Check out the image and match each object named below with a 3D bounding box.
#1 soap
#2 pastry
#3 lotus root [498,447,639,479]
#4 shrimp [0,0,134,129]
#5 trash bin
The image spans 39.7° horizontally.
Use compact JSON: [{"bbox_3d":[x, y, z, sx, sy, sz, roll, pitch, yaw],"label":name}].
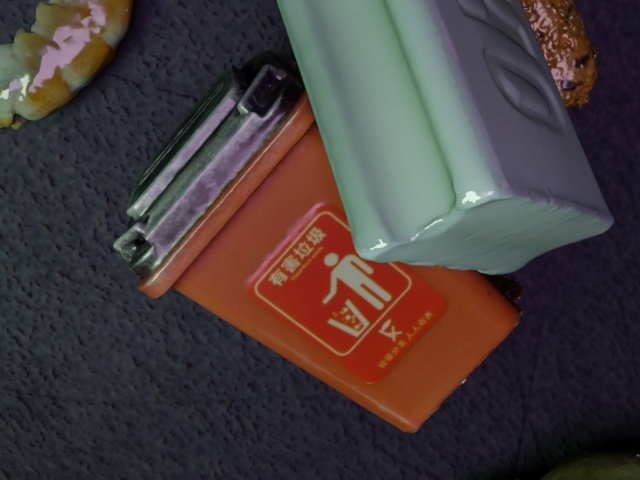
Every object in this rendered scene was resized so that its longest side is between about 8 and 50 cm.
[{"bbox_3d":[0.056,-0.118,0.504,0.088,0.160,0.265,-30,68,33],"label":"soap"},{"bbox_3d":[0.140,-0.146,0.609,0.080,0.056,0.140,-35,102,19],"label":"pastry"},{"bbox_3d":[0.258,0.244,0.647,0.309,0.173,0.173,10,102,5],"label":"lotus root"},{"bbox_3d":[-0.215,-0.174,0.610,0.166,0.049,0.161,43,96,-7],"label":"shrimp"},{"bbox_3d":[0.000,0.000,0.593,0.239,0.184,0.161,39,99,-19],"label":"trash bin"}]
